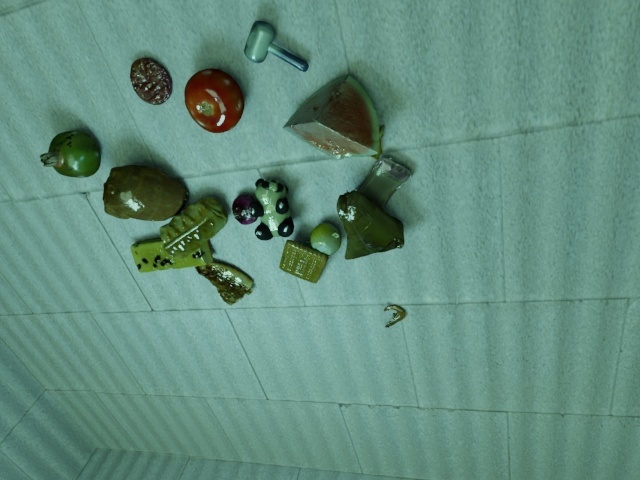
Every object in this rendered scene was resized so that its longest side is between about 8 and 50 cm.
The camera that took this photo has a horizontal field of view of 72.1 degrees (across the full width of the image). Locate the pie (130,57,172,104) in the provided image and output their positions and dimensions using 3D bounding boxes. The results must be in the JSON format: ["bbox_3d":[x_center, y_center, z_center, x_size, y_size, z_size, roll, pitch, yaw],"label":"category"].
[{"bbox_3d":[-0.563,-0.524,1.454,0.155,0.036,0.154,7,125,11],"label":"pie"}]

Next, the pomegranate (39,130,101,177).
[{"bbox_3d":[-0.913,-0.306,1.598,0.180,0.209,0.179,6,110,16],"label":"pomegranate"}]

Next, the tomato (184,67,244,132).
[{"bbox_3d":[-0.332,-0.441,1.385,0.196,0.136,0.195,8,129,10],"label":"tomato"}]

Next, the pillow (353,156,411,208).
[{"bbox_3d":[0.197,-0.179,1.480,0.131,0.038,0.232,27,132,-13],"label":"pillow"}]

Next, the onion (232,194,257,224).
[{"bbox_3d":[-0.282,-0.112,1.626,0.115,0.104,0.115,20,127,28],"label":"onion"}]

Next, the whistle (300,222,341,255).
[{"bbox_3d":[0.000,0.000,1.641,0.123,0.122,0.223,45,145,-17],"label":"whistle"}]

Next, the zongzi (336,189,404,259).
[{"bbox_3d":[0.105,-0.034,1.533,0.274,0.145,0.300,34,140,-29],"label":"zongzi"}]

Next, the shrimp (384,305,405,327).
[{"bbox_3d":[0.291,0.316,1.816,0.091,0.025,0.127,30,122,-6],"label":"shrimp"}]

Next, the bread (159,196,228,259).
[{"bbox_3d":[-0.475,-0.056,1.670,0.268,0.129,0.152,-35,119,9],"label":"bread"}]

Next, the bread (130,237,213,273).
[{"bbox_3d":[-0.630,0.053,1.840,0.362,0.077,0.138,-8,105,21],"label":"bread"}]

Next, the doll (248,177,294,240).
[{"bbox_3d":[-0.172,-0.108,1.575,0.144,0.135,0.234,-6,123,9],"label":"doll"}]

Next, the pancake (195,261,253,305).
[{"bbox_3d":[-0.416,0.191,1.922,0.266,0.057,0.244,18,136,8],"label":"pancake"}]

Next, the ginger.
[{"bbox_3d":[-0.658,-0.174,1.615,0.270,0.223,0.200,14,106,13],"label":"ginger"}]

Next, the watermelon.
[{"bbox_3d":[0.053,-0.348,1.322,0.260,0.175,0.256,32,126,-14],"label":"watermelon"}]

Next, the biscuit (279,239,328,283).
[{"bbox_3d":[-0.072,0.089,1.695,0.173,0.029,0.254,22,151,0],"label":"biscuit"}]

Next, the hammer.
[{"bbox_3d":[-0.124,-0.552,1.296,0.194,0.069,0.116,26,126,-9],"label":"hammer"}]

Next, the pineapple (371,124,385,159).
[{"bbox_3d":[0.162,-0.314,1.382,0.115,0.077,0.114,30,114,-11],"label":"pineapple"}]
